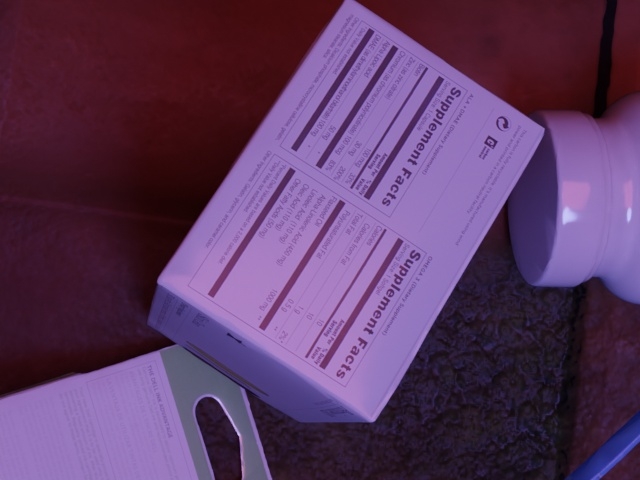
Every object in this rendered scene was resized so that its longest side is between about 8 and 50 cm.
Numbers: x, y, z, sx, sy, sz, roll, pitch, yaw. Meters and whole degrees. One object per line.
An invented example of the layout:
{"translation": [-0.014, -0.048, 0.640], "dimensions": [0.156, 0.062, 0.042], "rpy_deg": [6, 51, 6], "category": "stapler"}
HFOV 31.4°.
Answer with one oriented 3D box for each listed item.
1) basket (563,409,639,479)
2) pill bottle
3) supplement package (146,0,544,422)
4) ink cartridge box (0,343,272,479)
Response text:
{"translation": [0.245, 0.275, 0.800], "dimensions": [0.255, 0.201, 0.289], "rpy_deg": [-37, 100, -7], "category": "basket"}
{"translation": [0.293, -0.031, 0.854], "dimensions": [0.278, 0.162, 0.162], "rpy_deg": [0, 85, -7], "category": "pill bottle"}
{"translation": [0.000, 0.000, 0.758], "dimensions": [0.145, 0.262, 0.204], "rpy_deg": [33, 77, -3], "category": "supplement package"}
{"translation": [-0.158, 0.178, 0.839], "dimensions": [0.235, 0.056, 0.171], "rpy_deg": [-16, 87, -32], "category": "ink cartridge box"}
